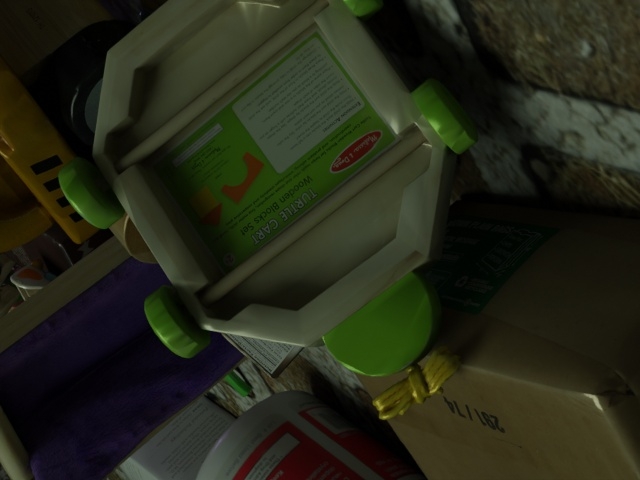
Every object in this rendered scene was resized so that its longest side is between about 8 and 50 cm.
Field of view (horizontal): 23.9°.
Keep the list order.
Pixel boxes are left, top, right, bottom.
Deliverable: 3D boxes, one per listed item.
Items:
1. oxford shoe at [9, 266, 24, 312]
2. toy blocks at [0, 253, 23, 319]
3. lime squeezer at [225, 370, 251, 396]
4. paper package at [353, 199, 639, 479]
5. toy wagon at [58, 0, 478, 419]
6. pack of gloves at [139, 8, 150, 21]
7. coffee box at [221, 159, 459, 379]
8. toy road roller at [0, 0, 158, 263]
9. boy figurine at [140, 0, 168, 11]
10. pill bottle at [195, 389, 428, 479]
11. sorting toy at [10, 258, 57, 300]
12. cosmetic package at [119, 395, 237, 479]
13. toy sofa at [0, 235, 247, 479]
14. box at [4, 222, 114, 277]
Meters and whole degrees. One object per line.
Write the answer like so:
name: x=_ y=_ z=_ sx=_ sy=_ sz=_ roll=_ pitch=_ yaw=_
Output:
oxford shoe: x=-0.387 y=0.087 z=2.221 sx=0.397 sy=0.140 sz=0.146 roll=31 pitch=162 yaw=40
toy blocks: x=-0.503 y=0.017 z=1.956 sx=0.260 sy=0.288 sz=0.309 roll=39 pitch=-160 yaw=4
lime squeezer: x=-0.209 y=0.108 z=1.988 sx=0.310 sy=0.059 sz=0.110 roll=29 pitch=165 yaw=-11
paper package: x=0.211 y=0.137 z=1.111 sx=0.309 sy=0.168 sz=0.325 roll=56 pitch=158 yaw=-22
toy wagon: x=-0.018 y=-0.028 z=1.069 sx=0.344 sy=0.267 sz=0.068 roll=56 pitch=-166 yaw=12
pack of gloves: x=-0.081 y=-0.115 z=1.404 sx=0.195 sy=0.046 sz=0.232 roll=34 pitch=146 yaw=28
coffee box: x=0.000 y=0.000 z=1.248 sx=0.098 sy=0.141 sz=0.246 roll=41 pitch=152 yaw=2
toy road roller: x=-0.238 y=-0.077 z=1.287 sx=0.202 sy=0.240 sz=0.329 roll=47 pitch=172 yaw=34
boy figurine: x=-0.122 y=-0.223 z=1.192 sx=0.285 sy=0.092 sz=0.177 roll=46 pitch=163 yaw=-7
pill bottle: x=0.059 y=0.368 z=1.744 sx=0.408 sy=0.229 sz=0.229 roll=34 pitch=156 yaw=31
sorting toy: x=-0.283 y=0.063 z=1.627 sx=0.075 sy=0.045 sz=0.083 roll=26 pitch=154 yaw=23
cosmetic package: x=-0.130 y=0.384 z=2.253 sx=0.385 sy=0.156 sz=0.217 roll=29 pitch=154 yaw=36
toy sofa: x=-0.190 y=0.088 z=1.518 sx=0.177 sy=0.362 sz=0.150 roll=43 pitch=160 yaw=25
box: x=-0.267 y=-0.043 z=1.692 sx=0.203 sy=0.168 sz=0.167 roll=33 pitch=156 yaw=33
